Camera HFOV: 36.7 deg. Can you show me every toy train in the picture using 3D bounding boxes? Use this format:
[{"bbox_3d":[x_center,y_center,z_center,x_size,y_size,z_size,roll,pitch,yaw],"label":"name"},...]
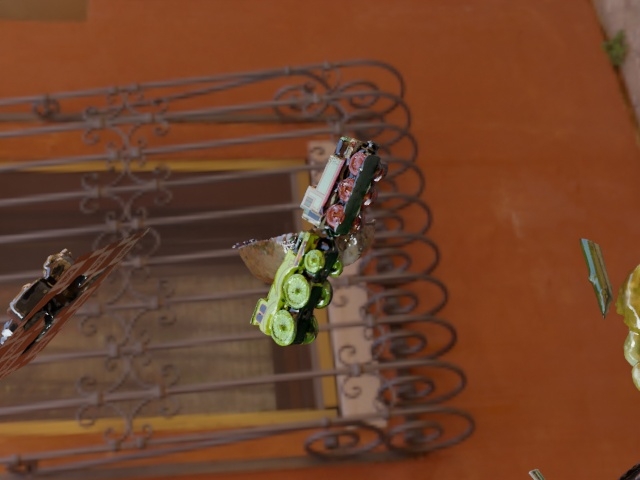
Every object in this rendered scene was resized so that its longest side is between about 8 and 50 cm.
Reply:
[{"bbox_3d":[0.000,0.000,1.063,0.085,0.053,0.249,35,107,39],"label":"toy train"}]

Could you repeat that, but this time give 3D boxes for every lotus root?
[{"bbox_3d":[-0.032,0.029,1.366,0.329,0.167,0.078,160,105,-73],"label":"lotus root"}]

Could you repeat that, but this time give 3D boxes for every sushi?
[{"bbox_3d":[-0.475,0.106,1.638,0.359,0.064,0.343,-47,-1,12],"label":"sushi"}]

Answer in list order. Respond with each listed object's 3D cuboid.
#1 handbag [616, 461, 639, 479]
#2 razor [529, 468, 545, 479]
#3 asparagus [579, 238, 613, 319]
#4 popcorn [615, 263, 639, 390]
[{"bbox_3d":[0.432,0.301,1.187,0.080,0.223,0.247,49,-179,26],"label":"handbag"},{"bbox_3d":[0.300,0.458,1.573,0.037,0.191,0.068,42,-170,-51],"label":"razor"},{"bbox_3d":[0.325,0.043,1.128,0.021,0.025,0.108,-29,53,33],"label":"asparagus"},{"bbox_3d":[0.334,0.077,0.702,0.204,0.184,0.221,-46,28,35],"label":"popcorn"}]
